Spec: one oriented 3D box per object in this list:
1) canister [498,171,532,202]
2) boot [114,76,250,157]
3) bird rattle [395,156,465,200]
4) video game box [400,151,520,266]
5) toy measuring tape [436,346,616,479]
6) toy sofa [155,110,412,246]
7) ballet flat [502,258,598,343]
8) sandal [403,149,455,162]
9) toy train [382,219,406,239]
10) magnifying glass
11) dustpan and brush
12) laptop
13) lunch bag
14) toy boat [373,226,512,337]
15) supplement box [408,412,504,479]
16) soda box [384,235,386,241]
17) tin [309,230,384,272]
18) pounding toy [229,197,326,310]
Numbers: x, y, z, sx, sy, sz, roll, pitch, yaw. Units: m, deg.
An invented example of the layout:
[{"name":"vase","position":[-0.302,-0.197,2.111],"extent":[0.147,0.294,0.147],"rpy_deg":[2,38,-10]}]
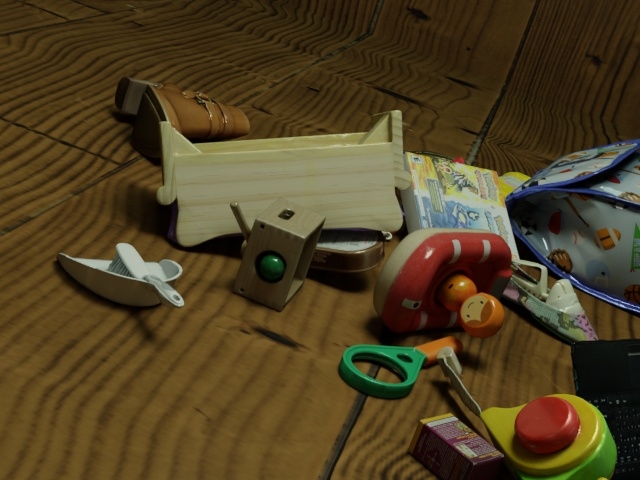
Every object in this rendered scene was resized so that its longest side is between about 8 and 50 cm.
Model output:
[{"name":"canister","position":[0.374,-0.079,2.088],"extent":[0.126,0.073,0.170],"rpy_deg":[32,25,29]},{"name":"boot","position":[-0.227,-0.202,1.864],"extent":[0.220,0.109,0.283],"rpy_deg":[12,14,-29]},{"name":"bird rattle","position":[0.176,-0.099,1.925],"extent":[0.253,0.143,0.207],"rpy_deg":[27,18,-12]},{"name":"video game box","position":[0.230,-0.044,1.783],"extent":[0.187,0.048,0.205],"rpy_deg":[11,51,-25]},{"name":"toy measuring tape","position":[0.241,0.198,1.191],"extent":[0.121,0.121,0.330],"rpy_deg":[10,21,-22]},{"name":"toy sofa","position":[-0.059,-0.092,1.545],"extent":[0.363,0.177,0.150],"rpy_deg":[-5,4,-9]},{"name":"ballet flat","position":[0.340,0.081,1.637],"extent":[0.221,0.079,0.077],"rpy_deg":[35,25,35]},{"name":"sandal","position":[0.203,-0.158,2.186],"extent":[0.180,0.049,0.072],"rpy_deg":[4,15,2]},{"name":"toy train","position":[0.164,-0.026,1.805],"extent":[0.166,0.046,0.125],"rpy_deg":[11,21,-21]},{"name":"magnifying glass","position":[0.110,0.153,1.338],"extent":[0.092,0.026,0.231],"rpy_deg":[31,26,31]},{"name":"dustpan and brush","position":[-0.214,0.047,1.265],"extent":[0.147,0.060,0.211],"rpy_deg":[4,25,-34]},{"name":"laptop","position":[0.425,0.240,1.222],"extent":[0.234,0.264,0.137],"rpy_deg":[3,-11,-39]},{"name":"lunch bag","position":[0.552,-0.042,1.910],"extent":[0.385,0.239,0.328],"rpy_deg":[22,26,22]},{"name":"toy boat","position":[0.186,0.074,1.425],"extent":[0.231,0.151,0.151],"rpy_deg":[0,32,-41]},{"name":"supplement box","position":[0.145,0.229,1.140],"extent":[0.055,0.043,0.083],"rpy_deg":[-1,28,-44]},{"name":"soda box","position":[0.036,-0.021,1.670],"extent":[0.060,0.053,0.169],"rpy_deg":[7,24,-29]},{"name":"tin","position":[0.000,0.000,1.537],"extent":[0.190,0.040,0.106],"rpy_deg":[7,27,11]},{"name":"pounding toy","position":[-0.068,0.007,1.396],"extent":[0.100,0.130,0.141],"rpy_deg":[22,21,8]}]
